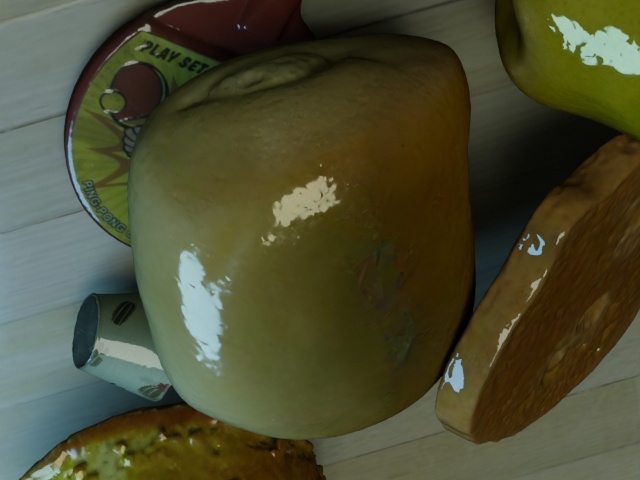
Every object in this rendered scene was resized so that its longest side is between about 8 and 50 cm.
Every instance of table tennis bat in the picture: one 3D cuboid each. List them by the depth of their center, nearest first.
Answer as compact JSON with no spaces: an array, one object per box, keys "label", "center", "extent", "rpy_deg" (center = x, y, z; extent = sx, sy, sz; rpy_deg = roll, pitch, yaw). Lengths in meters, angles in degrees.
[{"label":"table tennis bat","center":[-0.094,-0.152,1.227],"extent":[0.268,0.051,0.415],"rpy_deg":[20,118,-24]}]

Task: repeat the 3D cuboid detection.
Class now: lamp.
[{"label":"lamp","center":[-0.154,0.117,1.341],"extent":[0.214,0.121,0.121],"rpy_deg":[14,118,-29]}]

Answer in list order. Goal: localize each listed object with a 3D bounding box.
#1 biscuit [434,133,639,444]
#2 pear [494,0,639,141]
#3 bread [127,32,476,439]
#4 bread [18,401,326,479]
[{"label":"biscuit","center":[0.258,0.045,1.282],"extent":[0.385,0.062,0.365],"rpy_deg":[-14,133,-52]},{"label":"pear","center":[0.358,-0.237,1.065],"extent":[0.418,0.362,0.362],"rpy_deg":[-4,123,8]},{"label":"bread","center":[0.000,0.000,1.161],"extent":[0.348,0.253,0.376],"rpy_deg":[-19,129,-20]},{"label":"bread","center":[-0.164,0.334,1.390],"extent":[0.358,0.204,0.337],"rpy_deg":[-15,136,2]}]
